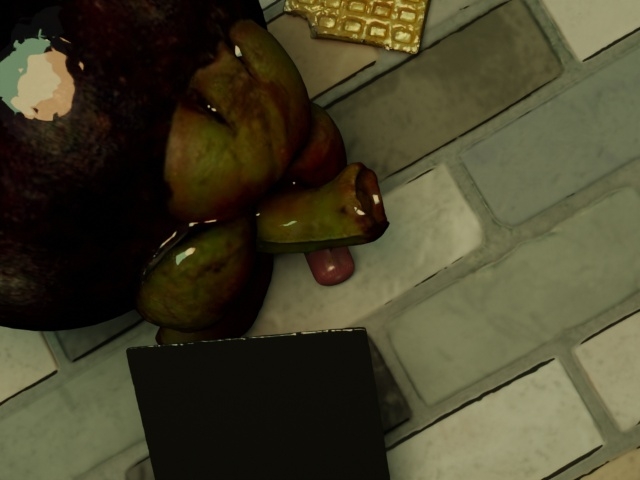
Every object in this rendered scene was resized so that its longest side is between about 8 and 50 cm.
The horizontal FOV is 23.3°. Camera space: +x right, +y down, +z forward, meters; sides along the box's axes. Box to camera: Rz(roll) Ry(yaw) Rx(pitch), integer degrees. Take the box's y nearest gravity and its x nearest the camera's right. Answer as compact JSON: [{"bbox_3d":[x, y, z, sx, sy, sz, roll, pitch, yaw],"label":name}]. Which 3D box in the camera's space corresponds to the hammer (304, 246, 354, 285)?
[{"bbox_3d":[0.000,0.000,1.374,0.043,0.043,0.083,-24,77,8],"label":"hammer"}]

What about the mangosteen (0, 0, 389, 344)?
[{"bbox_3d":[-0.164,-0.089,1.276,0.435,0.382,0.382,24,85,-12],"label":"mangosteen"}]

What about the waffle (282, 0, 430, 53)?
[{"bbox_3d":[0.034,-0.221,1.417,0.135,0.021,0.092,10,82,14],"label":"waffle"}]

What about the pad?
[{"bbox_3d":[-0.037,0.214,1.281,0.202,0.005,0.299,-6,111,12],"label":"pad"}]
